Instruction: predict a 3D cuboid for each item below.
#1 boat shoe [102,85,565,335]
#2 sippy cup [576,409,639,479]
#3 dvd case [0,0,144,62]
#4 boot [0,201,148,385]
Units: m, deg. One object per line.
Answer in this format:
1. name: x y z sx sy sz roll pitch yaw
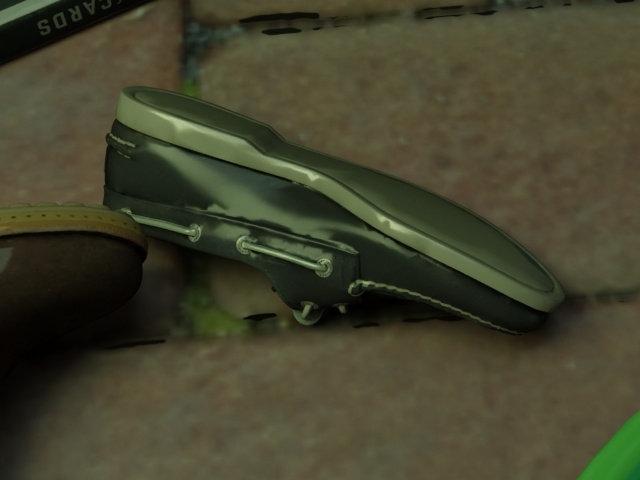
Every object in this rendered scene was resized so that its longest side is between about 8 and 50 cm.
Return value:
1. boat shoe: 0.000 0.000 0.609 0.206 0.075 0.065 24 106 12
2. sippy cup: 0.155 0.168 0.382 0.240 0.224 0.305 -38 63 -19
3. dvd case: -0.132 -0.185 0.740 0.238 0.029 0.179 -26 60 -11
4. boot: -0.157 0.109 0.543 0.248 0.090 0.207 -20 71 -10
